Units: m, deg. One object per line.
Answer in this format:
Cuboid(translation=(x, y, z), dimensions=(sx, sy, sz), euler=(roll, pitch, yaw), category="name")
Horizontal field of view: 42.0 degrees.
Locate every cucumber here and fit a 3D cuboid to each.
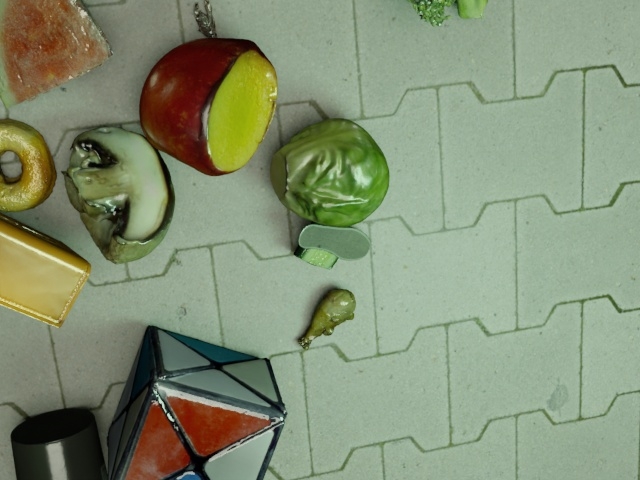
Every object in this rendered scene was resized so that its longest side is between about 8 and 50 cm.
Cuboid(translation=(0.000, 0.000, 1.841), dimensions=(0.116, 0.062, 0.115), euler=(22, 101, -47), category="cucumber")

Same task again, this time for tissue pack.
Cuboid(translation=(-0.609, 0.029, 1.583), dimensions=(0.274, 0.194, 0.145), euler=(34, 82, -42), category="tissue pack")

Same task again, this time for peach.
Cuboid(translation=(-0.216, -0.274, 1.618), dimensions=(0.245, 0.248, 0.275), euler=(31, 85, 1), category="peach")

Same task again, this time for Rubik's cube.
Cuboid(translation=(-0.271, 0.388, 1.763), dimensions=(0.305, 0.310, 0.307), euler=(17, 101, -15), category="Rubik's cube")

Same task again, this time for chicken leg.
Cuboid(translation=(0.017, 0.184, 1.906), dimensions=(0.093, 0.070, 0.178), euler=(36, 102, -27), category="chicken leg")

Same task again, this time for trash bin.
Cuboid(translation=(-0.547, 0.550, 1.786), dimensions=(0.214, 0.214, 0.334), euler=(-11, 104, -11), category="trash bin")

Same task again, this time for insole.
Cuboid(translation=(0.037, 0.002, 1.827), dimensions=(0.232, 0.003, 0.080), euler=(14, 110, -47), category="insole")

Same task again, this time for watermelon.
Cuboid(translation=(-0.497, -0.382, 1.537), dimensions=(0.231, 0.193, 0.310), euler=(8, 104, -15), category="watermelon")

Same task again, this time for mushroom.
Cuboid(translation=(-0.397, -0.082, 1.670), dimensions=(0.189, 0.164, 0.267), euler=(-31, 76, -29), category="mushroom")

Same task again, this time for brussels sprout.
Cuboid(translation=(0.023, -0.138, 1.742), dimensions=(0.243, 0.244, 0.244), euler=(-4, 107, -13), category="brussels sprout")

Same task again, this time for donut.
Cuboid(translation=(-0.612, -0.141, 1.640), dimensions=(0.174, 0.074, 0.190), euler=(1, 105, -14), category="donut")

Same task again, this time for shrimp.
Cuboid(translation=(-0.233, -0.443, 1.678), dimensions=(0.038, 0.029, 0.093), euler=(-10, 103, -3), category="shrimp")

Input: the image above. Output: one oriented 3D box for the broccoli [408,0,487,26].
Cuboid(translation=(0.256, -0.598, 1.668), dimensions=(0.249, 0.302, 0.376), euler=(21, 72, 2), category="broccoli")
